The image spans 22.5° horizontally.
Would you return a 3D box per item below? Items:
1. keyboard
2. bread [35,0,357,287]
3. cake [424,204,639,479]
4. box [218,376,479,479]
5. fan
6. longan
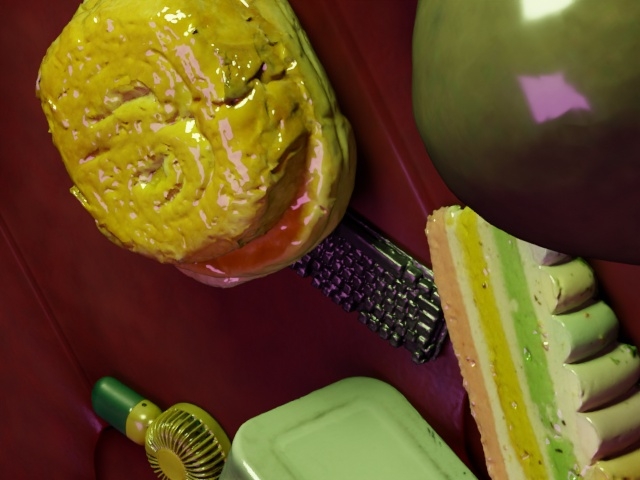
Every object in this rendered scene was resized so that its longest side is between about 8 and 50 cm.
[{"bbox_3d":[-0.001,0.000,1.149,0.231,0.023,0.072,37,134,22],"label":"keyboard"},{"bbox_3d":[-0.083,-0.084,1.090,0.198,0.120,0.236,-27,92,38],"label":"bread"},{"bbox_3d":[0.135,0.080,1.019,0.109,0.090,0.225,-22,99,53],"label":"cake"},{"bbox_3d":[0.039,0.336,1.185,0.352,0.177,0.344,48,138,28],"label":"box"},{"bbox_3d":[-0.142,0.168,1.389,0.155,0.039,0.082,29,133,30],"label":"fan"},{"bbox_3d":[0.158,-0.093,0.751,0.248,0.248,0.248,25,131,32],"label":"longan"}]
